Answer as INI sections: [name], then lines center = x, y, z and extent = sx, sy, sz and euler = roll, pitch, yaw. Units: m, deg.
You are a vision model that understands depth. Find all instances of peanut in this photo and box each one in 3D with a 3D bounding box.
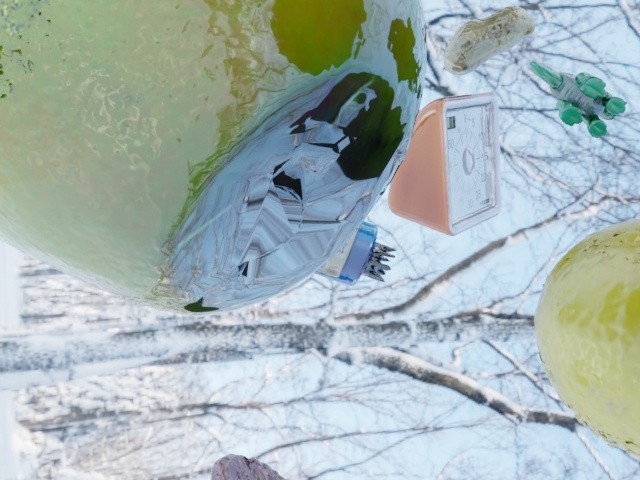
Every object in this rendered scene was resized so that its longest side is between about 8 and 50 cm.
[peanut]
center = 0.347, -0.421, 1.423
extent = 0.099, 0.214, 0.100
euler = -25, 90, -89

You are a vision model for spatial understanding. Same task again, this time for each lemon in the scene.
[lemon]
center = 0.361, 0.099, 0.709
extent = 0.310, 0.257, 0.258
euler = -145, -124, -72

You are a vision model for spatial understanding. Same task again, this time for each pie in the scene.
[pie]
center = -0.080, 0.333, 0.878
extent = 0.036, 0.154, 0.154
euler = -49, -143, 9

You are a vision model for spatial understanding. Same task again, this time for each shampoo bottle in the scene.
[shampoo bottle]
center = 0.000, 0.000, 0.807
extent = 0.050, 0.182, 0.087
euler = -78, -171, -61

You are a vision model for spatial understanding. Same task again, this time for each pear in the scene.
[pear]
center = -0.062, -0.081, 0.476
extent = 0.165, 0.398, 0.399
euler = 50, -40, 24

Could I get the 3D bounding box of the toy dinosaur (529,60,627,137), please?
[toy dinosaur]
center = 0.296, -0.168, 0.787
extent = 0.059, 0.132, 0.096
euler = -56, -167, 25

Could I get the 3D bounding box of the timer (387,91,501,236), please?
[timer]
center = 0.264, -0.166, 1.354
extent = 0.161, 0.257, 0.250
euler = 21, -66, 32
